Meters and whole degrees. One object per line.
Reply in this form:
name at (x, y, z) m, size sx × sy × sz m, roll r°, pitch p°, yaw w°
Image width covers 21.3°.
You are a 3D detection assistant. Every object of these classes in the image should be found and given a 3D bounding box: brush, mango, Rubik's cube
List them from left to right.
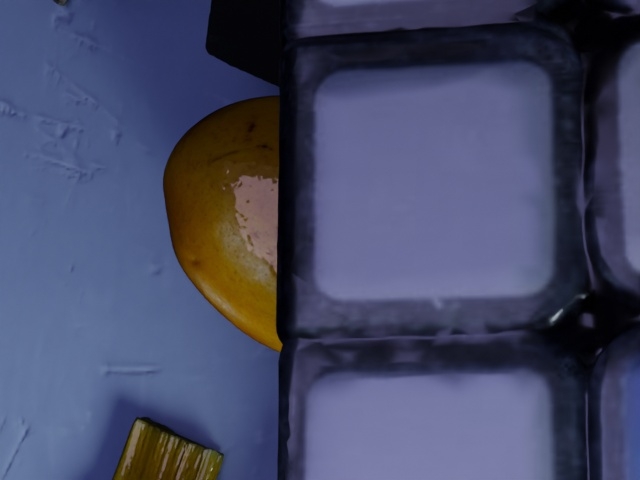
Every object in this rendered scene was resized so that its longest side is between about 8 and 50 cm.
brush at (-0.154, 0.279, 1.088) m, size 0.085 × 0.020 × 0.336 m, roll 21°, pitch 88°, yaw 30°
mango at (0.000, 0.000, 1.020) m, size 0.219 × 0.112 × 0.145 m, roll 35°, pitch 90°, yaw 27°
Rubik's cube at (0.179, 0.007, 0.734) m, size 0.363 × 0.359 × 0.362 m, roll 2°, pitch 79°, yaw 11°

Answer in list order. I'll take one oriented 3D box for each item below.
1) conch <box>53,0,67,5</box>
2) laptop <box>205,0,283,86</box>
conch at (-0.258, -0.266, 1.245) m, size 0.233 × 0.086 × 0.080 m, roll 28°, pitch 50°, yaw 17°
laptop at (-0.006, -0.188, 1.004) m, size 0.154 × 0.026 × 0.207 m, roll 30°, pitch 117°, yaw 45°
